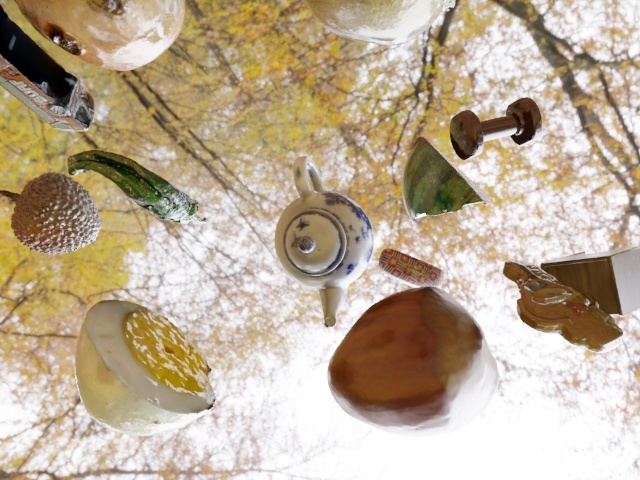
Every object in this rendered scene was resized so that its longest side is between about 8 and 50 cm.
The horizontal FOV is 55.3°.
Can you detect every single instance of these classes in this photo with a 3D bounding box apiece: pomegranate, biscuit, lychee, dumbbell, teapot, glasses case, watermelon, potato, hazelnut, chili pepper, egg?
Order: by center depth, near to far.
[{"bbox_3d":[0.044,-0.252,0.591,0.182,0.202,0.117,7,-93,59],"label":"potato"},{"bbox_3d":[-0.301,-0.081,1.077,0.122,0.278,0.065,5,-111,55],"label":"chili pepper"},{"bbox_3d":[-0.414,-0.477,1.152,0.322,0.322,0.322,-22,-143,18],"label":"pomegranate"},{"bbox_3d":[-0.527,-0.054,1.193,0.165,0.197,0.165,-57,-163,27],"label":"lychee"},{"bbox_3d":[0.486,0.125,1.286,0.183,0.047,0.320,3,-154,-10],"label":"biscuit"},{"bbox_3d":[-0.405,0.306,1.320,0.201,0.337,0.337,-51,-147,12],"label":"egg"},{"bbox_3d":[0.200,0.272,1.327,0.365,0.366,0.366,-22,-143,18],"label":"hazelnut"},{"bbox_3d":[0.000,0.000,1.511,0.252,0.424,0.280,-11,180,16],"label":"teapot"},{"bbox_3d":[0.243,0.081,1.617,0.049,0.194,0.073,-10,-119,67],"label":"glasses case"},{"bbox_3d":[0.471,-0.302,1.649,0.225,0.124,0.140,-15,177,-13],"label":"dumbbell"},{"bbox_3d":[0.331,-0.145,1.820,0.319,0.292,0.222,47,-70,15],"label":"watermelon"}]

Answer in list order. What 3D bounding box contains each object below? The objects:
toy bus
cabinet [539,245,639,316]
[{"bbox_3d":[-0.571,-0.340,1.127,0.092,0.409,0.093,-2,-114,18],"label":"toy bus"},{"bbox_3d":[0.672,0.102,1.467,0.215,0.148,0.174,-10,179,-41],"label":"cabinet"}]
